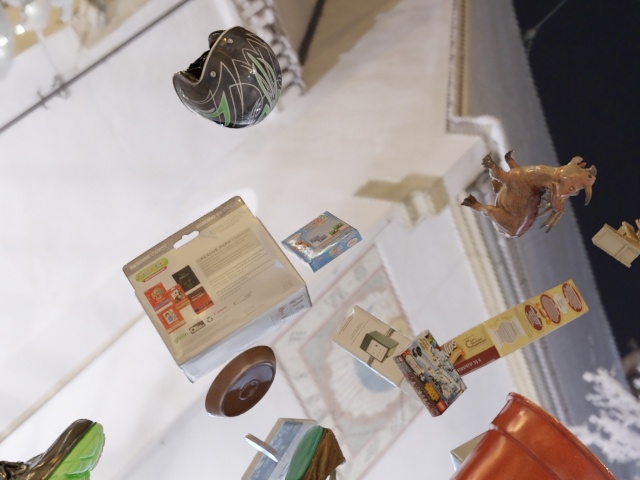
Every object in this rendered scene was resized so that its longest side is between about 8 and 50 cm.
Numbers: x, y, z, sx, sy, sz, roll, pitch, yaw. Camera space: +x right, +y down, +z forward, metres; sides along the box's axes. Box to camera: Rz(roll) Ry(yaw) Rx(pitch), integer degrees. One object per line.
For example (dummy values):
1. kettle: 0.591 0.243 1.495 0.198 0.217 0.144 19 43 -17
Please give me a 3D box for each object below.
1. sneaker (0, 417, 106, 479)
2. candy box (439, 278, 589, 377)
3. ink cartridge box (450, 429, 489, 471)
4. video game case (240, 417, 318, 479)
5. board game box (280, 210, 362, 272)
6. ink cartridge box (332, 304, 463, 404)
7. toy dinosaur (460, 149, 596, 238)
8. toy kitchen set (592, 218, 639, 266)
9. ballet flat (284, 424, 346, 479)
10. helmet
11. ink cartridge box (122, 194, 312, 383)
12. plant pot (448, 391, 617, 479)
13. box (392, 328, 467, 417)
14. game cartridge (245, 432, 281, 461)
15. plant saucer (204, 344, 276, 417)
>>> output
1. sneaker: -0.587 0.455 1.691 0.202 0.483 0.185 47 -25 15
2. candy box: 0.418 0.196 2.133 0.183 0.316 0.087 -38 -105 50
3. ink cartridge box: 0.352 0.484 1.989 0.072 0.127 0.175 35 -33 60
4. video game case: -0.103 0.533 2.476 0.022 0.190 0.173 36 9 31
5. board game box: 0.000 0.000 2.628 0.039 0.160 0.211 61 -11 -26
6. ink cartridge box: 0.203 0.311 2.552 0.211 0.121 0.289 38 -4 -41
7. toy dinosaur: 0.407 -0.072 1.957 0.200 0.127 0.295 47 -32 18
8. toy kitchen set: 0.470 -0.020 1.520 0.075 0.083 0.068 32 -63 -13
9. ballet flat: -0.040 0.509 1.871 0.116 0.342 0.124 -31 -75 41
10. helmet: -0.142 -0.264 1.590 0.162 0.169 0.169 6 -48 43
11. ink cartridge box: -0.221 0.099 2.076 0.272 0.309 0.130 54 -10 24
12. plant pot: 0.326 0.444 1.632 0.272 0.265 0.272 45 -9 10
13. box: 0.204 0.247 1.810 0.027 0.094 0.137 -31 -87 50
14. game cartridge: -0.124 0.449 2.115 0.083 0.017 0.056 27 -18 26
15. plant saucer: -0.141 0.270 1.816 0.029 0.168 0.168 39 -29 31
